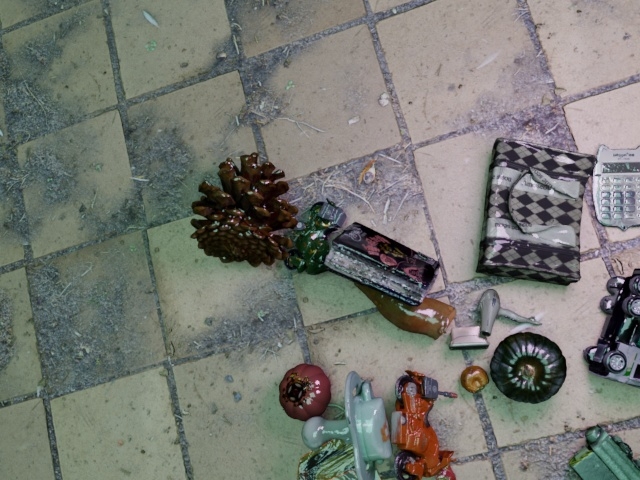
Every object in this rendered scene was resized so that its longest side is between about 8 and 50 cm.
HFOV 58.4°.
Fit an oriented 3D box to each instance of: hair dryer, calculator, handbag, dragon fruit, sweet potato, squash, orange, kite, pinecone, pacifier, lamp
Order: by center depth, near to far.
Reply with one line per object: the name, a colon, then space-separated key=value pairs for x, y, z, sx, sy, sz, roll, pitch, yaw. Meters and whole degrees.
squash: x=0.607 y=0.374 z=1.678 sx=0.218 sy=0.172 sz=0.218 roll=4 pitch=114 yaw=9
pacifier: x=0.076 y=0.565 z=1.715 sx=0.268 sy=0.288 sz=0.344 roll=-8 pitch=88 yaw=16
hair dryer: x=0.561 y=0.252 z=1.736 sx=0.199 sy=0.067 sz=0.167 roll=33 pitch=52 yaw=10
dragon fruit: x=0.378 y=0.713 z=1.737 sx=0.056 sy=0.060 sz=0.083 roll=-31 pitch=74 yaw=10
handbag: x=0.660 y=-0.086 z=1.739 sx=0.316 sy=0.180 sz=0.417 roll=8 pitch=80 yaw=9
calculator: x=0.927 y=-0.162 z=1.752 sx=0.176 sy=0.040 sz=0.269 roll=2 pitch=83 yaw=13
orange: x=0.471 y=0.424 z=1.758 sx=0.086 sy=0.062 sz=0.086 roll=0 pitch=92 yaw=0
sweet potato: x=0.252 y=0.210 z=1.809 sx=0.336 sy=0.131 sz=0.131 roll=20 pitch=87 yaw=15
kite: x=0.075 y=0.791 z=1.819 sx=0.327 sy=0.013 sz=0.378 roll=9 pitch=83 yaw=13
lamp: x=-0.046 y=0.487 z=1.834 sx=0.181 sy=0.140 sz=0.182 roll=-10 pitch=66 yaw=24
pinecone: x=-0.237 y=-0.113 z=1.881 sx=0.383 sy=0.384 sz=0.385 roll=-2 pitch=81 yaw=13

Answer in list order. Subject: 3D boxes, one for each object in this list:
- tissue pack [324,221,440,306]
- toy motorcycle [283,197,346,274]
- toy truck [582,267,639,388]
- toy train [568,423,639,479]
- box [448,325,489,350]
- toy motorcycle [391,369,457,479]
tissue pack: x=0.198 y=0.071 z=1.786 sx=0.332 sy=0.245 sz=0.123 roll=25 pitch=114 yaw=13
toy motorcycle: x=0.000 y=0.000 z=1.900 sx=0.187 sy=0.124 sz=0.275 roll=26 pitch=88 yaw=24
toy truck: x=0.905 y=0.240 z=1.635 sx=0.177 sy=0.176 sz=0.364 roll=25 pitch=86 yaw=3
toy train: x=0.845 y=0.686 z=1.599 sx=0.178 sy=0.138 sz=0.330 roll=-42 pitch=74 yaw=8
box: x=0.457 y=0.303 z=1.768 sx=0.121 sy=0.089 sz=0.062 roll=-4 pitch=71 yaw=11
toy motorcycle: x=0.306 y=0.563 z=1.721 sx=0.147 sy=0.221 sz=0.326 roll=-24 pitch=55 yaw=50
